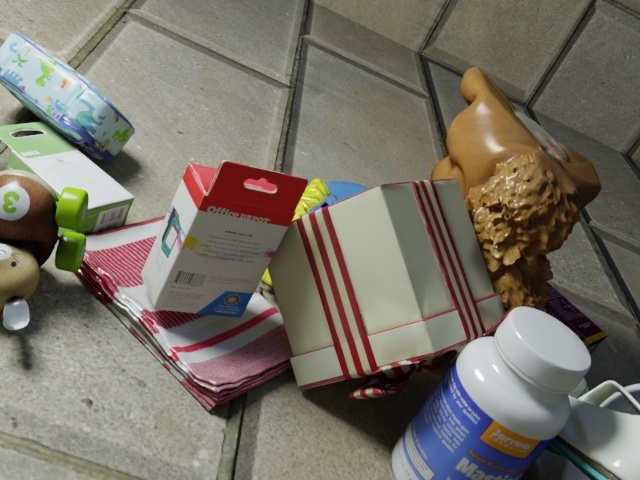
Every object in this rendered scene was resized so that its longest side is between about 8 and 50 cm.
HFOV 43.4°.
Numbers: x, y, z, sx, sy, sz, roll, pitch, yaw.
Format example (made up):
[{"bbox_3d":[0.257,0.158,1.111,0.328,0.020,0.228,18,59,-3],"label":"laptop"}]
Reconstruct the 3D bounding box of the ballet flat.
[{"bbox_3d":[0.344,0.238,1.098,0.139,0.139,0.400,18,3,-21],"label":"ballet flat"}]

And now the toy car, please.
[{"bbox_3d":[-0.376,0.023,0.950,0.155,0.149,0.188,11,43,-7],"label":"toy car"}]

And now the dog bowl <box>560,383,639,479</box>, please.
[{"bbox_3d":[0.439,0.328,1.048,0.104,0.265,0.265,23,29,-16],"label":"dog bowl"}]

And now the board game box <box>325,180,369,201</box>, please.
[{"bbox_3d":[0.072,-0.062,1.596,0.133,0.033,0.169,1,34,-33],"label":"board game box"}]

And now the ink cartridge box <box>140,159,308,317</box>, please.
[{"bbox_3d":[-0.127,-0.014,1.047,0.134,0.231,0.078,10,31,-35],"label":"ink cartridge box"}]

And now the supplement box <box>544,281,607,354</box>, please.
[{"bbox_3d":[0.412,0.152,1.478,0.081,0.104,0.188,-6,44,-48],"label":"supplement box"}]

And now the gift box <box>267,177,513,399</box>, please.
[{"bbox_3d":[0.099,0.067,1.097,0.255,0.276,0.258,-11,83,-48],"label":"gift box"}]

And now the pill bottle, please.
[{"bbox_3d":[0.215,0.219,1.011,0.152,0.272,0.152,22,30,-13],"label":"pill bottle"}]

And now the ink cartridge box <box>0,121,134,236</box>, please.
[{"bbox_3d":[-0.389,-0.090,1.184,0.209,0.062,0.109,39,30,17],"label":"ink cartridge box"}]

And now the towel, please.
[{"bbox_3d":[-0.180,0.080,1.129,0.329,0.037,0.237,40,29,20],"label":"towel"}]

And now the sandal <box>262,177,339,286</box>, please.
[{"bbox_3d":[0.000,0.000,1.326,0.138,0.126,0.317,33,30,-1],"label":"sandal"}]

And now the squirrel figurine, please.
[{"bbox_3d":[0.245,-0.013,1.312,0.281,0.370,0.397,34,27,-16],"label":"squirrel figurine"}]

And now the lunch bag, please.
[{"bbox_3d":[-0.412,-0.223,1.293,0.219,0.090,0.176,36,-6,9],"label":"lunch bag"}]
